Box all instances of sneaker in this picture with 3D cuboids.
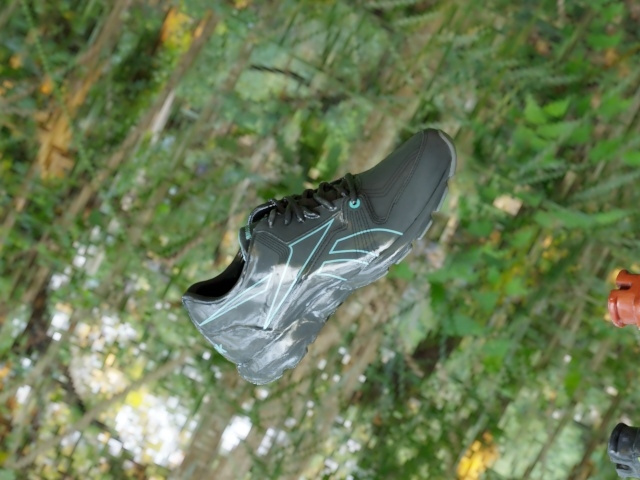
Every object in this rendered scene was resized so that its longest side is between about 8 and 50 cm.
[{"bbox_3d":[0.000,0.000,1.027,0.106,0.267,0.101,42,-171,-13],"label":"sneaker"}]

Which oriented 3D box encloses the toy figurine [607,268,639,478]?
[{"bbox_3d":[0.354,0.115,1.092,0.148,0.209,0.213,1,180,36],"label":"toy figurine"}]
